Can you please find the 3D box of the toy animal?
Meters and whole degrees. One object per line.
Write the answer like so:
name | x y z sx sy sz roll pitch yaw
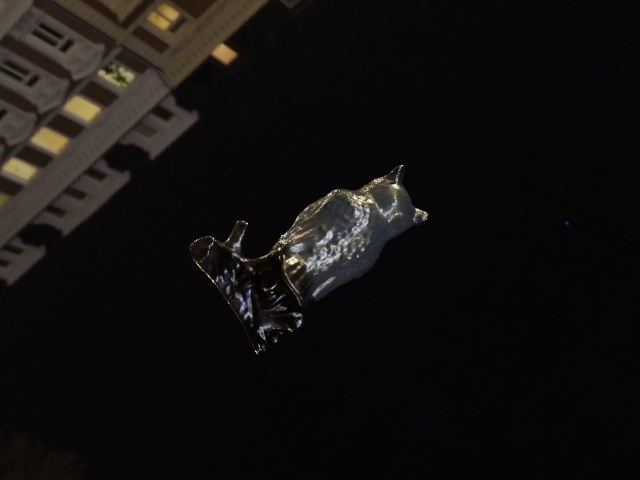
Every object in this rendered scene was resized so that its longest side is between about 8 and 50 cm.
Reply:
toy animal | 0.004 -0.002 0.689 0.210 0.121 0.117 -34 -175 -8
